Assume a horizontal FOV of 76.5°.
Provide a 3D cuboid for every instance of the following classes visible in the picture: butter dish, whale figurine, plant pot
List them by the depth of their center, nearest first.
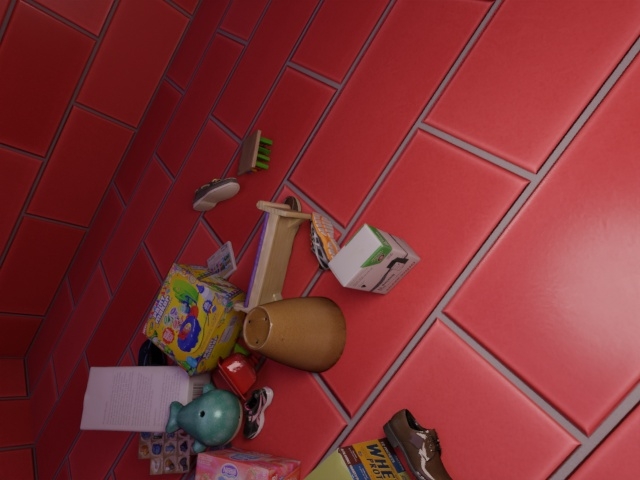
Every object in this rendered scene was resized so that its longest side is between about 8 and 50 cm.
[{"bbox_3d":[-0.093,0.264,1.195,0.237,0.255,0.236,-16,65,38],"label":"plant pot"},{"bbox_3d":[-0.395,0.575,1.326,0.273,0.141,0.216,-5,60,15],"label":"whale figurine"},{"bbox_3d":[-0.264,0.437,1.377,0.118,0.160,0.160,-37,90,-14],"label":"butter dish"}]

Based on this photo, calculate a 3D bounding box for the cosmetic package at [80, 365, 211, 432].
[{"bbox_3d":[-0.660,0.600,1.551,0.455,0.161,0.229,-5,71,16],"label":"cosmetic package"}]

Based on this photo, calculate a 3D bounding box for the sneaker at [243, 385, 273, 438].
[{"bbox_3d":[-0.226,0.564,1.340,0.072,0.077,0.178,18,89,45],"label":"sneaker"}]

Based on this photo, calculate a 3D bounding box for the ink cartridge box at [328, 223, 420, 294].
[{"bbox_3d":[0.147,0.056,1.077,0.153,0.209,0.086,-50,53,20],"label":"ink cartridge box"}]

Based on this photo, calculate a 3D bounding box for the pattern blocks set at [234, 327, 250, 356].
[{"bbox_3d":[-0.246,0.295,1.479,0.325,0.026,0.285,29,96,43],"label":"pattern blocks set"}]

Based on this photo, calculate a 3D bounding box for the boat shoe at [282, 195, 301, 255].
[{"bbox_3d":[-0.137,-0.042,1.440,0.095,0.095,0.257,0,77,42],"label":"boat shoe"}]

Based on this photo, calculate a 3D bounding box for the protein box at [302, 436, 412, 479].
[{"bbox_3d":[0.076,0.599,0.969,0.199,0.201,0.136,-50,49,19],"label":"protein box"}]

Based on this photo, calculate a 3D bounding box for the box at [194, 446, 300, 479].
[{"bbox_3d":[-0.223,0.724,1.215,0.300,0.154,0.141,-10,70,34],"label":"box"}]

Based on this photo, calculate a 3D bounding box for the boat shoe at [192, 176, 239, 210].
[{"bbox_3d":[-0.465,-0.219,1.787,0.305,0.109,0.091,-21,68,40],"label":"boat shoe"}]

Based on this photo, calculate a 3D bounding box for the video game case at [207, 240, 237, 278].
[{"bbox_3d":[-0.415,0.102,1.700,0.157,0.019,0.143,-38,55,26],"label":"video game case"}]

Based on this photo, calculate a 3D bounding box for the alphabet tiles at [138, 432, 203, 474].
[{"bbox_3d":[-0.580,0.714,1.579,0.286,0.011,0.341,-12,67,13],"label":"alphabet tiles"}]

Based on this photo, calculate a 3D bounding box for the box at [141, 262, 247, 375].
[{"bbox_3d":[-0.439,0.275,1.468,0.279,0.177,0.289,28,96,26],"label":"box"}]

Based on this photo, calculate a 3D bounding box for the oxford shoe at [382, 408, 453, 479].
[{"bbox_3d":[0.245,0.489,0.937,0.096,0.083,0.227,-53,50,10],"label":"oxford shoe"}]

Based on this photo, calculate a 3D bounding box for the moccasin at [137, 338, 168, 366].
[{"bbox_3d":[-0.729,0.564,1.753,0.117,0.138,0.341,-46,52,24],"label":"moccasin"}]

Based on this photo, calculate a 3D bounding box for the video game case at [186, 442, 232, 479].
[{"bbox_3d":[-0.370,0.844,1.417,0.274,0.026,0.196,-55,48,13],"label":"video game case"}]

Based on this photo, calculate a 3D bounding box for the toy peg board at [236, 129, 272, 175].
[{"bbox_3d":[-0.270,-0.351,1.690,0.161,0.079,0.161,-10,68,56],"label":"toy peg board"}]

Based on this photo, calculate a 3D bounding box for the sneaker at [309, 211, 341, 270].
[{"bbox_3d":[0.000,0.000,1.316,0.083,0.084,0.214,-40,54,33],"label":"sneaker"}]

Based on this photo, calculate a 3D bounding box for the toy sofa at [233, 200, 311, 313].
[{"bbox_3d":[-0.174,0.057,1.309,0.177,0.150,0.361,19,99,30],"label":"toy sofa"}]
